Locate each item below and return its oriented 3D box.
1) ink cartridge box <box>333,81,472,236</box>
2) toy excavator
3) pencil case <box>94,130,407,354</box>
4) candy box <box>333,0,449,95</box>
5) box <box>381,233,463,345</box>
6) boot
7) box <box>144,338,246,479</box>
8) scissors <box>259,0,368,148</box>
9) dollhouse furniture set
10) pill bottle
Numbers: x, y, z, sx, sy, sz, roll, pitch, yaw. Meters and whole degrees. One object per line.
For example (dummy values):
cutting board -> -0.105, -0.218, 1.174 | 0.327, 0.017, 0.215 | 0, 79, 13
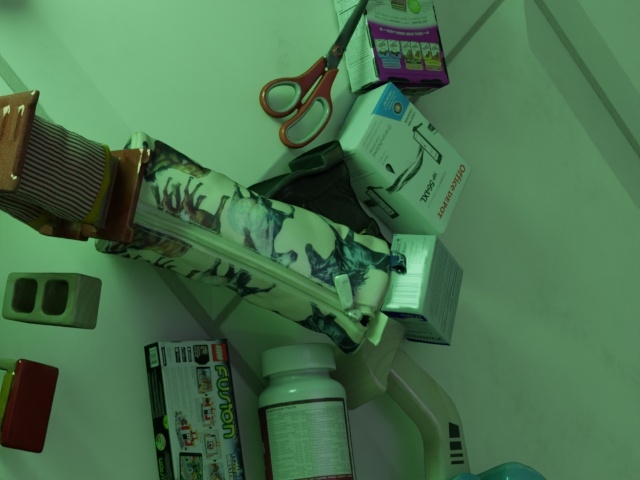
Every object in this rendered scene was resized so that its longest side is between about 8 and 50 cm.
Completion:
ink cartridge box -> 0.121, -0.115, 2.152 | 0.203, 0.086, 0.148 | 43, 53, -22
toy excavator -> 0.201, 0.367, 2.020 | 0.433, 0.222, 0.445 | 22, 49, -34
pencil case -> -0.098, 0.006, 1.819 | 0.410, 0.183, 0.160 | 24, 91, -17
candy box -> 0.105, -0.348, 2.221 | 0.159, 0.071, 0.233 | -2, 79, -41
box -> 0.150, 0.073, 2.087 | 0.137, 0.072, 0.126 | 46, 51, -56
boot -> 0.000, 0.000, 2.014 | 0.263, 0.091, 0.229 | -34, 105, -37
box -> -0.162, 0.233, 1.832 | 0.114, 0.036, 0.207 | 2, 75, -41
scissors -> 0.021, -0.260, 2.110 | 0.109, 0.021, 0.297 | 47, 66, -12
dollhouse furniture set -> -0.338, 0.042, 1.585 | 0.201, 0.152, 0.374 | 24, 72, -52
pill bottle -> -0.020, 0.254, 1.890 | 0.121, 0.121, 0.221 | 4, 74, -40
